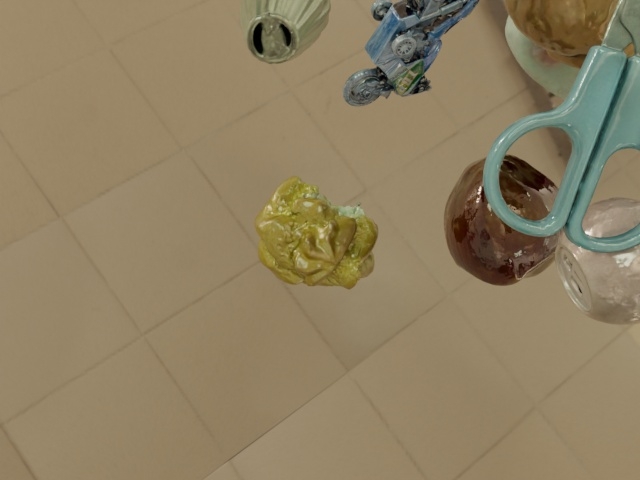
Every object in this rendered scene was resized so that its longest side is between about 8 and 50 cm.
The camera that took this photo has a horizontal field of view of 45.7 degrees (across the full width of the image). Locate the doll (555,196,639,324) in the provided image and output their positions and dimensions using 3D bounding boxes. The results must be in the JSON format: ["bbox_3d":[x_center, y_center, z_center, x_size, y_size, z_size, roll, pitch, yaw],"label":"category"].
[{"bbox_3d":[0.415,-0.004,0.853,0.287,0.151,0.150,-19,74,-2],"label":"doll"}]

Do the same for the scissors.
[{"bbox_3d":[0.299,-0.204,0.711,0.193,0.029,0.446,14,107,-4],"label":"scissors"}]

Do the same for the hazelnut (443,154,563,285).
[{"bbox_3d":[0.313,-0.041,1.262,0.218,0.234,0.217,1,104,4],"label":"hazelnut"}]

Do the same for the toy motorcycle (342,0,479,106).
[{"bbox_3d":[0.136,-0.285,1.091,0.136,0.254,0.092,5,47,-35],"label":"toy motorcycle"}]

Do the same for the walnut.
[{"bbox_3d":[0.408,-0.377,1.079,0.297,0.285,0.285,2,68,-37],"label":"walnut"}]

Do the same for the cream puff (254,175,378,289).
[{"bbox_3d":[-0.003,0.005,1.304,0.221,0.195,0.194,21,65,-29],"label":"cream puff"}]

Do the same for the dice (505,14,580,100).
[{"bbox_3d":[0.530,-0.430,1.425,0.268,0.262,0.264,31,53,-9],"label":"dice"}]

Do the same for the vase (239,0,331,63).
[{"bbox_3d":[-0.052,-0.305,1.036,0.128,0.128,0.248,17,29,-6],"label":"vase"}]
